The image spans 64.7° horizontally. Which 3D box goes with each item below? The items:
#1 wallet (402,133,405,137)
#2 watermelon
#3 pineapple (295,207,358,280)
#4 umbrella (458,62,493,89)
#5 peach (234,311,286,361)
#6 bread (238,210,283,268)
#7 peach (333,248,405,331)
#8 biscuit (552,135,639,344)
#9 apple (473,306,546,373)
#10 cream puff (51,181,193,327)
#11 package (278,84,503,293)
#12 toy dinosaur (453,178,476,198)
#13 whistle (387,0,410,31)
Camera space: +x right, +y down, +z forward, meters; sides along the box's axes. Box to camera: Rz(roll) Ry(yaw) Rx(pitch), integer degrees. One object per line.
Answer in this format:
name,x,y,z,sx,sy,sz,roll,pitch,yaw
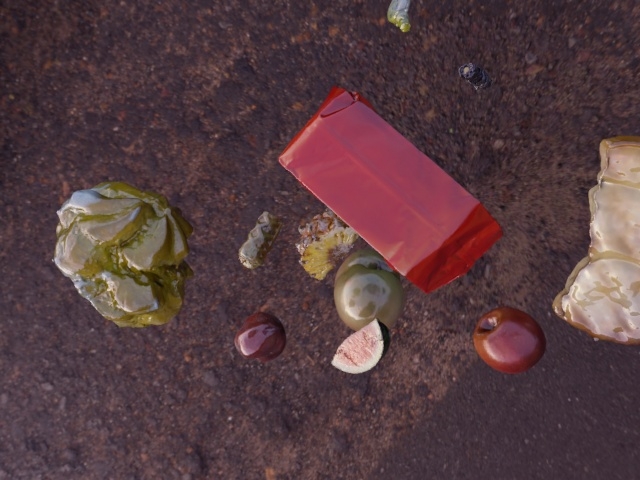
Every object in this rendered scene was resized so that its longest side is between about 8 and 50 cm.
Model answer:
wallet,0.262,-0.194,1.742,0.169,0.044,0.317,-9,109,37
watermelon,0.130,0.323,1.503,0.119,0.063,0.245,42,126,5
pineapple,0.000,0.001,1.258,0.233,0.135,0.079,-53,34,37
umbrella,0.330,-0.343,1.064,0.040,0.144,0.037,-36,73,32
peach,-0.171,0.288,1.496,0.152,0.152,0.152,1,95,16
bread,-0.233,0.008,2.014,0.088,0.128,0.232,18,70,38
peach,0.160,0.183,1.741,0.247,0.292,0.292,4,98,-23
biscuit,0.410,0.014,0.656,0.154,0.045,0.299,14,126,22
apple,0.638,0.337,1.707,0.201,0.218,0.218,42,105,-11
cream puff,-0.433,0.019,1.202,0.275,0.378,0.378,-34,85,-4
package,0.117,-0.093,0.920,0.423,0.123,0.196,44,97,9
toy dinosaur,0.366,-0.167,1.491,0.212,0.142,0.057,63,150,22
whistle,0.290,-0.800,1.791,0.057,0.198,0.104,14,135,-24
